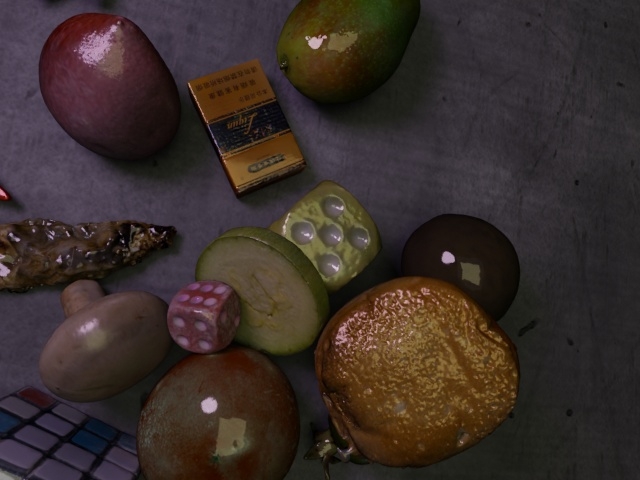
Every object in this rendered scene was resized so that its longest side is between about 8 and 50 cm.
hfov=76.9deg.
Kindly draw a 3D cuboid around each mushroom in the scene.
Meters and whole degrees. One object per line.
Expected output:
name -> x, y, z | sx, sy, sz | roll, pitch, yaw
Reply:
mushroom -> -0.343, 0.148, 0.666 | 0.206, 0.206, 0.209 | -9, 66, -14

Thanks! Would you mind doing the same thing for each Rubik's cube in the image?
Rubik's cube -> -0.441, 0.405, 0.581 | 0.258, 0.256, 0.254 | 30, 78, -10

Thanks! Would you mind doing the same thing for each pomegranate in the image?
pomegranate -> 0.066, 0.364, 0.771 | 0.148, 0.148, 0.169 | 42, 102, -7

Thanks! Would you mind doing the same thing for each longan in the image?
longan -> 0.284, 0.061, 0.806 | 0.248, 0.248, 0.249 | 1, 84, -13

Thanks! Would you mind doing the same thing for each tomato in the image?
tomato -> -0.164, 0.316, 0.670 | 0.270, 0.222, 0.271 | 1, 87, -15

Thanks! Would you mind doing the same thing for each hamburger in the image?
hamburger -> 0.140, 0.212, 0.649 | 0.314, 0.170, 0.290 | -31, 82, 2

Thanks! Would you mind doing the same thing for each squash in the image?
squash -> -0.105, 0.094, 0.707 | 0.252, 0.252, 0.049 | 48, 37, -5

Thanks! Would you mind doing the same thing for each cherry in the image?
cherry -> -0.356, -0.253, 0.678 | 0.206, 0.239, 0.239 | -40, 95, -6

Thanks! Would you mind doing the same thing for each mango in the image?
mango -> 0.078, -0.424, 0.818 | 0.225, 0.201, 0.382 | 38, 66, 15

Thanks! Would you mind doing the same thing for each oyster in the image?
oyster -> -0.437, 0.011, 0.720 | 0.344, 0.078, 0.129 | -8, 78, -11

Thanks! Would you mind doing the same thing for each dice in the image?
dice -> 0.000, 0.000, 0.771 | 0.169, 0.166, 0.169 | -41, 94, -13
dice -> -0.192, 0.126, 0.677 | 0.093, 0.094, 0.091 | 5, 119, 13

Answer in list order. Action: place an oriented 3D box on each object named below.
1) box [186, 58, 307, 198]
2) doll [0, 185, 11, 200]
box -> -0.146, -0.222, 0.810 | 0.152, 0.070, 0.237 | -24, 88, -15
doll -> -0.625, -0.110, 0.687 | 0.109, 0.057, 0.169 | -35, 94, -12
